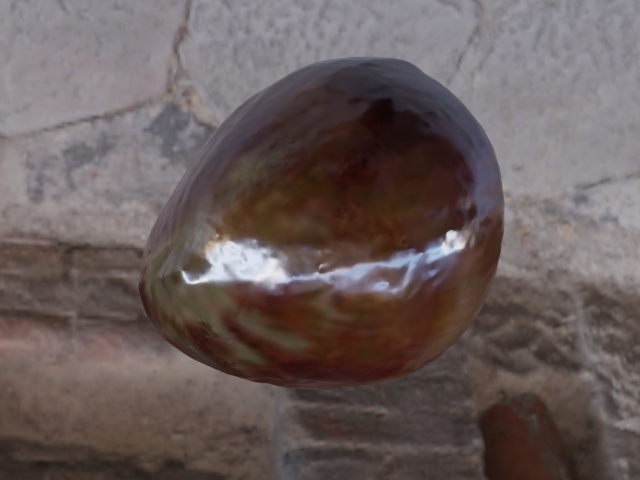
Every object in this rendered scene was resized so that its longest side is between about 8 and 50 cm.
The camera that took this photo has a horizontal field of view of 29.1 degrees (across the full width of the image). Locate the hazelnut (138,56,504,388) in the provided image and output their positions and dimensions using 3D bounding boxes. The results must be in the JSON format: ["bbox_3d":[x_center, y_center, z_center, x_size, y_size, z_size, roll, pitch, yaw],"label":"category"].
[{"bbox_3d":[0.000,0.000,1.349,0.421,0.421,0.353,-25,98,18],"label":"hazelnut"}]
